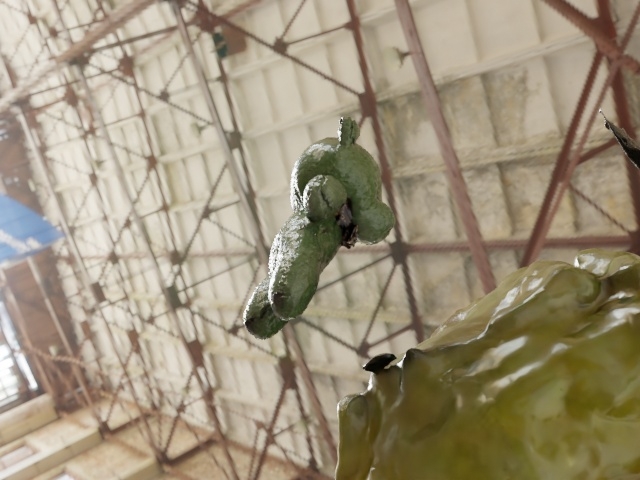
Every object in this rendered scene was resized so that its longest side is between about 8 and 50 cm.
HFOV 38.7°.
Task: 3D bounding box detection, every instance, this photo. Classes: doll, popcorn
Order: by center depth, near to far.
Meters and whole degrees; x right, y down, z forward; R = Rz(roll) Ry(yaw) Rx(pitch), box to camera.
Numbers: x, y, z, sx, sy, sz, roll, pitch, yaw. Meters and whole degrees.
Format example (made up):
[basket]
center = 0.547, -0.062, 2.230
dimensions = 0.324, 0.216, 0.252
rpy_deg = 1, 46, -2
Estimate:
[doll]
center = 0.000, 0.000, 0.593
dimensions = 0.078, 0.150, 0.115
rpy_deg = 27, -32, 0
[popcorn]
center = 0.146, 0.128, 0.607
dimensions = 0.215, 0.286, 0.252
rpy_deg = 66, -8, -26

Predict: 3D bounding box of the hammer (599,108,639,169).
[hammer]
center = 0.293, -0.187, 0.674
dimensions = 0.125, 0.027, 0.297
rpy_deg = 12, -76, 13
